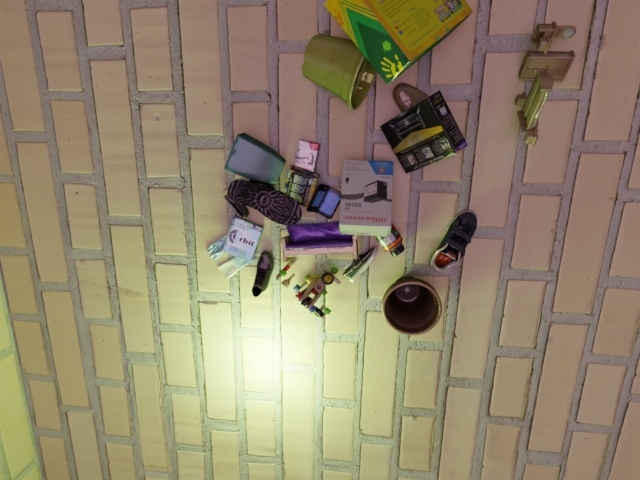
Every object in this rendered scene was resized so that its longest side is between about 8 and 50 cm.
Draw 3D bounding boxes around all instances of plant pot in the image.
[{"bbox_3d":[-0.286,-0.361,1.844,0.234,0.166,0.165,24,107,-8],"label":"plant pot"},{"bbox_3d":[0.418,0.273,1.886,0.263,0.229,0.263,2,105,7],"label":"plant pot"},{"bbox_3d":[0.073,-0.716,1.662,0.254,0.276,0.276,25,107,12],"label":"plant pot"}]

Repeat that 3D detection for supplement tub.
[{"bbox_3d":[0.311,-0.022,1.884,0.106,0.106,0.198,-35,99,14],"label":"supplement tub"}]

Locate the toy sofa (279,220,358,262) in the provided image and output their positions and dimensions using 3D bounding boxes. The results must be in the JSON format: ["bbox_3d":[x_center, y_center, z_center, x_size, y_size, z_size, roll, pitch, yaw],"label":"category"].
[{"bbox_3d":[0.000,0.000,1.893,0.362,0.150,0.177,-3,96,8],"label":"toy sofa"}]

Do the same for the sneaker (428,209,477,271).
[{"bbox_3d":[0.616,0.013,1.846,0.126,0.127,0.321,29,105,0],"label":"sneaker"}]

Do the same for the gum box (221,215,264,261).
[{"bbox_3d":[-0.382,-0.009,1.989,0.157,0.041,0.184,22,97,-2],"label":"gum box"}]

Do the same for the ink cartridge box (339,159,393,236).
[{"bbox_3d":[0.201,-0.186,1.770,0.223,0.129,0.308,3,74,5],"label":"ink cartridge box"}]

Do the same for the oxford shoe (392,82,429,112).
[{"bbox_3d":[0.450,-0.540,1.711,0.348,0.130,0.123,39,106,-4],"label":"oxford shoe"}]

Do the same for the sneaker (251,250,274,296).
[{"bbox_3d":[-0.285,0.168,2.003,0.083,0.118,0.222,10,106,5],"label":"sneaker"}]

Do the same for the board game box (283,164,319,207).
[{"bbox_3d":[-0.093,-0.249,1.872,0.141,0.048,0.170,18,128,-1],"label":"board game box"}]

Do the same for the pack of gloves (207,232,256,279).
[{"bbox_3d":[-0.450,0.068,2.035,0.232,0.046,0.195,-33,98,15],"label":"pack of gloves"}]

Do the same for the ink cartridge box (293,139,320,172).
[{"bbox_3d":[-0.063,-0.386,1.856,0.099,0.056,0.135,12,106,4],"label":"ink cartridge box"}]

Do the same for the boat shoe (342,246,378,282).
[{"bbox_3d":[0.190,0.108,1.949,0.070,0.078,0.219,37,108,-5],"label":"boat shoe"}]

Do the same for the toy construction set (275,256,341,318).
[{"bbox_3d":[-0.041,0.188,1.958,0.309,0.257,0.237,41,88,18],"label":"toy construction set"}]

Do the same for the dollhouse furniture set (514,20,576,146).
[{"bbox_3d":[0.884,-0.586,1.523,0.173,0.356,0.303,4,144,7],"label":"dollhouse furniture set"}]

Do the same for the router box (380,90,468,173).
[{"bbox_3d":[0.417,-0.433,1.667,0.081,0.309,0.243,-36,101,-27],"label":"router box"}]

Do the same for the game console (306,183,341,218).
[{"bbox_3d":[0.021,-0.179,1.890,0.085,0.124,0.144,35,108,25],"label":"game console"}]

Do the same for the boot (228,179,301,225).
[{"bbox_3d":[-0.231,-0.182,1.829,0.348,0.260,0.131,27,95,2],"label":"boot"}]

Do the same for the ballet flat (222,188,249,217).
[{"bbox_3d":[-0.411,-0.182,1.959,0.057,0.049,0.173,-41,97,14],"label":"ballet flat"}]

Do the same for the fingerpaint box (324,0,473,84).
[{"bbox_3d":[0.297,-0.863,1.506,0.371,0.163,0.445,48,64,-8],"label":"fingerpaint box"}]
